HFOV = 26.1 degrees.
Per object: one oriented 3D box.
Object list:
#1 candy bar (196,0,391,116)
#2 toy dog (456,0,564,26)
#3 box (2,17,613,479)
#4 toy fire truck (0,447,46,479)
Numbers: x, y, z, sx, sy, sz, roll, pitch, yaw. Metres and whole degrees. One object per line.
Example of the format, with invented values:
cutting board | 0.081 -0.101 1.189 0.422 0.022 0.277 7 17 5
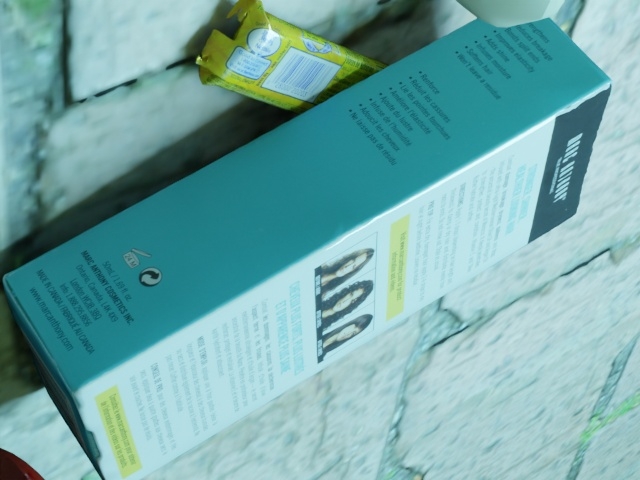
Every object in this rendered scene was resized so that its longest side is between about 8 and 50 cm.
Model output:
candy bar | 0.007 -0.064 0.561 0.040 0.018 0.161 -52 151 17
toy dog | 0.173 -0.204 0.340 0.407 0.284 0.395 -6 132 -47
box | 0.000 0.000 0.562 0.244 0.060 0.100 -30 153 -17
toy fire truck | -0.134 0.247 0.529 0.302 0.254 0.169 -38 150 -13
